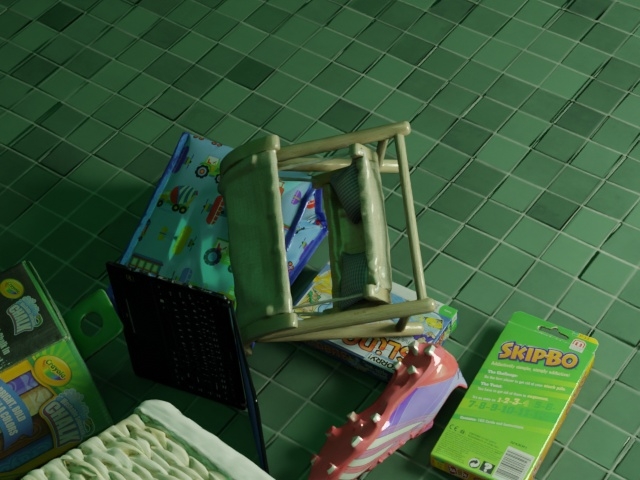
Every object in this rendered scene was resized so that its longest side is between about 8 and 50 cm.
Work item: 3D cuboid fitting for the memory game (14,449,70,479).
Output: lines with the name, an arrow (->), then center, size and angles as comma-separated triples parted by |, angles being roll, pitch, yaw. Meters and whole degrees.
memory game -> -0.382, 0.328, 1.767 | 0.186, 0.012, 0.186 | -3, 49, 3

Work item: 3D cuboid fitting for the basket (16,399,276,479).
basket -> -0.163, 0.404, 1.422 | 0.331, 0.328, 0.266 | 30, 35, 29

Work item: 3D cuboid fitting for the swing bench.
swing bench -> 0.000, 0.000, 1.816 | 0.255, 0.165, 0.253 | -6, 74, -4

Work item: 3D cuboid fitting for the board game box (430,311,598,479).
board game box -> 0.253, 0.206, 1.803 | 0.124, 0.039, 0.259 | 21, 56, 21

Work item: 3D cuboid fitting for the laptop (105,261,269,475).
laptop -> -0.159, 0.177, 1.733 | 0.264, 0.234, 0.136 | 16, 51, 17

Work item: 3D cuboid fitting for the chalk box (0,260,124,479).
chalk box -> -0.384, 0.165, 1.778 | 0.289, 0.179, 0.180 | -27, 43, -11

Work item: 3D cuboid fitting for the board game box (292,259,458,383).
board game box -> 0.066, 0.111, 1.904 | 0.201, 0.035, 0.136 | 23, 54, 23

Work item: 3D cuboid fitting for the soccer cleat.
soccer cleat -> 0.087, 0.235, 1.768 | 0.248, 0.095, 0.083 | -48, 25, -16

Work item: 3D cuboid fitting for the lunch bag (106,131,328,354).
lunch bag -> -0.151, 0.025, 1.955 | 0.221, 0.138, 0.293 | 20, 62, 18
